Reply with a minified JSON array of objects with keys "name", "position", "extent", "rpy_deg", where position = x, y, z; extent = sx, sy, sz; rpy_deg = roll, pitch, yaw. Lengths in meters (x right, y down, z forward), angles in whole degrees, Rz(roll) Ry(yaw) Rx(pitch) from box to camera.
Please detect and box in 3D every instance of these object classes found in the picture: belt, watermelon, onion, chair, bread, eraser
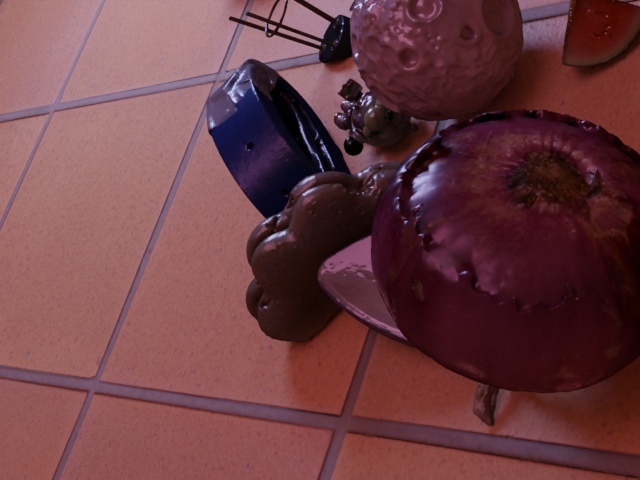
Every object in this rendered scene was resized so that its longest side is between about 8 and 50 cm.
[{"name":"belt","position":[-0.068,-0.147,1.857],"extent":[0.117,0.212,0.347],"rpy_deg":[-44,43,19]},{"name":"watermelon","position":[0.384,-0.312,1.581],"extent":[0.135,0.094,0.125],"rpy_deg":[-11,48,38]},{"name":"onion","position":[0.236,0.017,1.342],"extent":[0.345,0.358,0.358],"rpy_deg":[101,-173,-71]},{"name":"chair","position":[-0.044,-0.380,2.031],"extent":[0.095,0.221,0.104],"rpy_deg":[136,146,-55]},{"name":"bread","position":[0.003,0.004,1.697],"extent":[0.337,0.183,0.102],"rpy_deg":[-46,41,16]},{"name":"eraser","position":[0.111,0.057,1.604],"extent":[0.243,0.059,0.204],"rpy_deg":[3,66,30]}]

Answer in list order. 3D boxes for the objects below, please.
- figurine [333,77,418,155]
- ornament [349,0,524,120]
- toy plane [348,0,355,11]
[{"name":"figurine","position":[0.075,-0.202,1.837],"extent":[0.197,0.093,0.147],"rpy_deg":[20,84,54]},{"name":"ornament","position":[0.174,-0.304,1.667],"extent":[0.225,0.259,0.259],"rpy_deg":[-5,60,50]},{"name":"toy plane","position":[0.136,-0.417,1.941],"extent":[0.160,0.082,0.234],"rpy_deg":[16,75,24]}]
